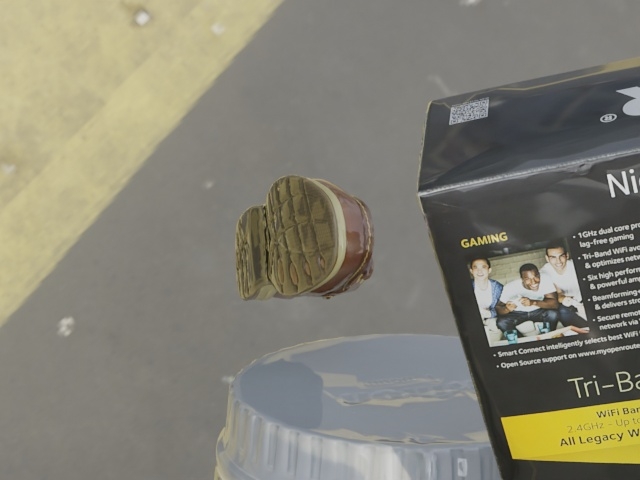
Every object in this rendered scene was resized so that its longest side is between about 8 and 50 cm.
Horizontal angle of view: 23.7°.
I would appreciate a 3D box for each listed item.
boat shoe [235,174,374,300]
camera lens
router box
[{"bbox_3d":[0.000,0.000,0.825,0.060,0.178,0.064,0,84,-16],"label":"boat shoe"},{"bbox_3d":[0.049,0.208,0.828,0.219,0.219,0.274,-13,108,-45],"label":"camera lens"},{"bbox_3d":[0.215,0.037,0.589,0.081,0.309,0.243,-77,153,-57],"label":"router box"}]
